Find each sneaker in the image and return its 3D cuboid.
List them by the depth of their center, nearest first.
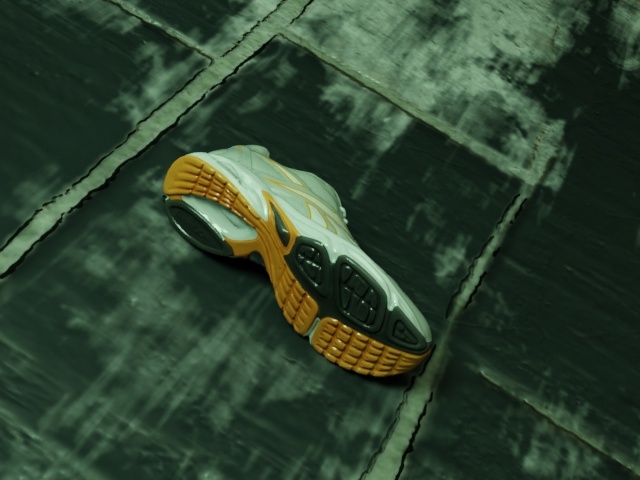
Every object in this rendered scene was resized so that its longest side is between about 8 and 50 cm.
[{"bbox_3d":[0.000,0.000,0.852,0.262,0.099,0.121,41,38,12],"label":"sneaker"}]
